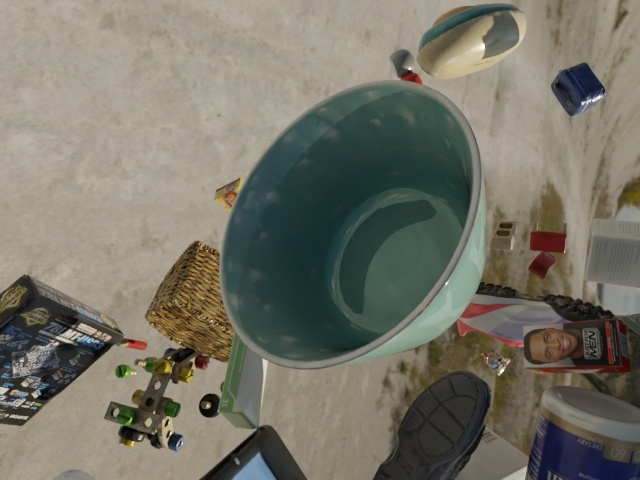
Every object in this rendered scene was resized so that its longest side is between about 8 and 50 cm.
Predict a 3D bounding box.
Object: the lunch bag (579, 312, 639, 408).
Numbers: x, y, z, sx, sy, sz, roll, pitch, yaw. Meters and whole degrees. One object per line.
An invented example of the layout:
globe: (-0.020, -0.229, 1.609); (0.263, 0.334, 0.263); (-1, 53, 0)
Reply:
lunch bag: (0.599, 0.246, 0.758); (0.235, 0.287, 0.169); (-5, 127, -22)

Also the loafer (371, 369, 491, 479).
loafer: (0.177, 0.336, 0.798); (0.095, 0.109, 0.303); (22, 103, -38)

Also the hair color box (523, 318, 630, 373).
hair color box: (0.390, 0.165, 0.775); (0.043, 0.141, 0.072); (27, 60, -37)

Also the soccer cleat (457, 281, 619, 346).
soccer cleat: (0.435, 0.168, 1.015); (0.108, 0.318, 0.117); (-17, 114, -61)

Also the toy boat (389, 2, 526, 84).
toy boat: (0.275, -0.425, 1.124); (0.267, 0.318, 0.148); (-23, 88, -34)

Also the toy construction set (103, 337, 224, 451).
toy construction set: (-0.412, 0.344, 1.198); (0.257, 0.308, 0.237); (-50, 157, -5)

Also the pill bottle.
pill bottle: (0.384, 0.366, 0.740); (0.153, 0.153, 0.265); (0, 100, -60)

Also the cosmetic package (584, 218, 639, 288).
cosmetic package: (0.669, 0.032, 1.013); (0.085, 0.230, 0.118); (-51, 141, -49)

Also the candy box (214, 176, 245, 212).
candy box: (-0.246, -0.117, 1.659); (0.186, 0.109, 0.053); (45, 35, -39)

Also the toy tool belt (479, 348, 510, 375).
toy tool belt: (0.442, 0.298, 1.268); (0.051, 0.052, 0.083); (-44, 116, 4)

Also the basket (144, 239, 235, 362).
basket: (-0.325, 0.189, 1.471); (0.299, 0.213, 0.223); (34, 44, -22)

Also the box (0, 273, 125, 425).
box: (-0.600, 0.236, 1.015); (0.293, 0.073, 0.295); (-44, 155, -9)

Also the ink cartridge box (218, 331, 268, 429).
ink cartridge box: (-0.151, 0.239, 0.950); (0.235, 0.056, 0.171); (76, 16, -54)

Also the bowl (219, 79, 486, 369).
bowl: (0.053, 0.002, 0.556); (0.163, 0.311, 0.312); (34, 63, -46)

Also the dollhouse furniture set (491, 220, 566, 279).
dollhouse furniture set: (0.579, 0.051, 1.619); (0.152, 0.373, 0.202); (-47, 135, -49)

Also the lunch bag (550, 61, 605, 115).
lunch bag: (0.521, -0.311, 1.031); (0.067, 0.065, 0.099); (83, -17, -72)

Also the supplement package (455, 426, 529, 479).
supplement package: (0.273, 0.467, 0.935); (0.149, 0.194, 0.203); (-14, 107, -22)

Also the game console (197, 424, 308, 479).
game console: (-0.066, 0.508, 0.834); (0.342, 0.060, 0.386); (59, 10, 10)

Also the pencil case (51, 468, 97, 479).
pencil case: (-0.569, 0.642, 1.213); (0.124, 0.273, 0.114); (-17, 98, -47)
